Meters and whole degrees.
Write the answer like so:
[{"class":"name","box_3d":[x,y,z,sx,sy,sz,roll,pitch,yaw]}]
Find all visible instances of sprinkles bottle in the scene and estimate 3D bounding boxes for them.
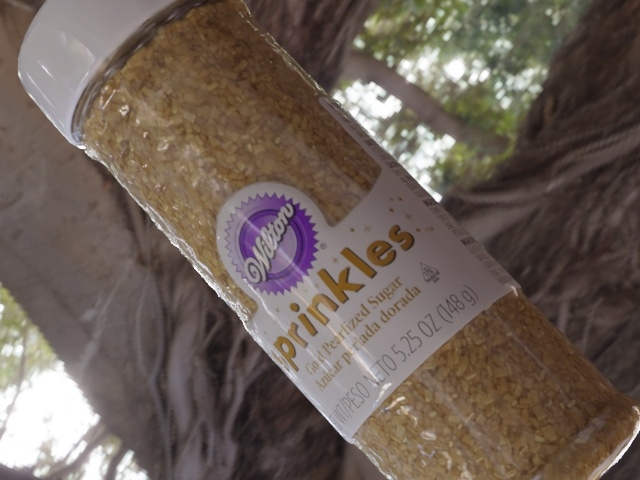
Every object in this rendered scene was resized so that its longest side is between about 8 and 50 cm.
[{"class":"sprinkles bottle","box_3d":[0.000,0.000,0.670,0.355,0.121,0.121,46,-138,12]}]
